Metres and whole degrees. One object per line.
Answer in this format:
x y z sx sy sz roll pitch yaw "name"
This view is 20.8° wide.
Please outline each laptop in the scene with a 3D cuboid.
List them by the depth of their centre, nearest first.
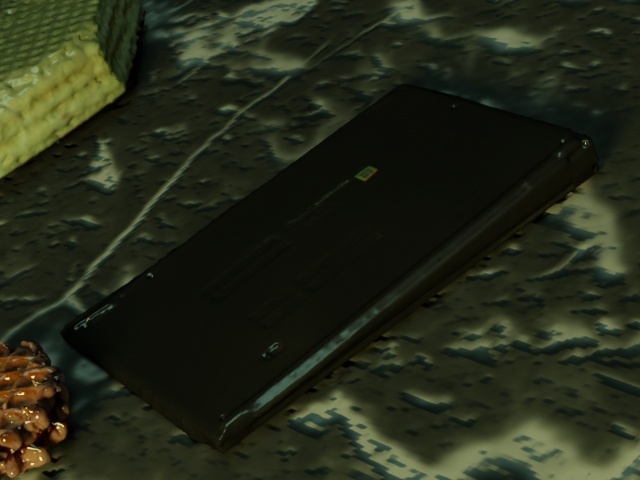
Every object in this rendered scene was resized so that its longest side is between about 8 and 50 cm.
0.000 0.000 0.697 0.197 0.016 0.135 -36 34 -21 "laptop"

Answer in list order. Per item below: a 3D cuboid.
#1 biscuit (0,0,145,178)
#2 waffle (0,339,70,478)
-0.188 -0.109 0.934 0.150 0.052 0.252 -38 36 -24 "biscuit"
-0.132 0.068 0.665 0.075 0.029 0.083 -28 30 -13 "waffle"
